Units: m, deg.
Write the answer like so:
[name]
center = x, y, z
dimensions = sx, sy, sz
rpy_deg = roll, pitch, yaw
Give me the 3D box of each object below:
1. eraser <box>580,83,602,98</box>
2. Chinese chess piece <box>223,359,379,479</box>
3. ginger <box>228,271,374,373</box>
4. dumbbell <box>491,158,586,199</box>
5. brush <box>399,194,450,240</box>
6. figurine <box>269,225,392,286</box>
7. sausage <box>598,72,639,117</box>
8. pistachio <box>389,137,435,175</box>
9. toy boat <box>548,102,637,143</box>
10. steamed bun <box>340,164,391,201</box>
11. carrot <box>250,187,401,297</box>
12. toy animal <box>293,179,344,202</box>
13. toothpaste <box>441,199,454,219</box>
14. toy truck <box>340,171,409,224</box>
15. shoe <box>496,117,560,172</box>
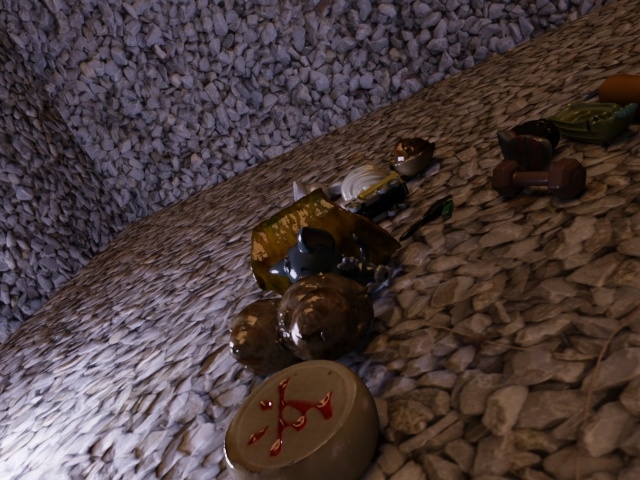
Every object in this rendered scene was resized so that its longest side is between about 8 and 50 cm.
[eraser]
center = 0.869, -0.471, 1.771
dimensions = 0.099, 0.019, 0.027
rpy_deg = -28, 34, 0
[Chinese chess piece]
center = -0.029, 0.301, 0.881
dimensions = 0.249, 0.103, 0.250
rpy_deg = -24, 22, 10
[ginger]
center = -0.057, 0.172, 1.116
dimensions = 0.375, 0.176, 0.256
rpy_deg = -21, -1, 39
[dumbbell]
center = 0.510, -0.145, 1.324
dimensions = 0.082, 0.092, 0.231
rpy_deg = -62, 26, -8
[brush]
center = 0.277, -0.061, 1.503
dimensions = 0.193, 0.016, 0.063
rpy_deg = -43, 0, -22
[figurine]
center = 0.045, 0.051, 1.222
dimensions = 0.265, 0.140, 0.193
rpy_deg = -9, -24, -23
[sausage]
center = 0.832, -0.362, 1.406
dimensions = 0.112, 0.112, 0.328
rpy_deg = -29, 19, -5
[pistachio]
center = 0.309, -0.288, 1.896
dimensions = 0.165, 0.131, 0.210
rpy_deg = -21, 3, 41
[toy boat]
center = 0.719, -0.312, 1.482
dimensions = 0.111, 0.084, 0.276
rpy_deg = -32, 16, -3
[steamed bun]
center = 0.149, -0.189, 1.886
dimensions = 0.182, 0.106, 0.183
rpy_deg = -26, 18, 9
[carrot]
center = 0.000, 0.000, 1.400
dimensions = 0.340, 0.241, 0.241
rpy_deg = -28, 19, 6
[toy animal]
center = 0.014, -0.164, 2.056
dimensions = 0.220, 0.131, 0.104
rpy_deg = -6, -20, -15
[toothpaste]
center = 0.339, -0.082, 1.491
dimensions = 0.020, 0.017, 0.083
rpy_deg = -20, 20, 29
[toy truck]
center = 0.164, -0.112, 1.675
dimensions = 0.227, 0.098, 0.114
rpy_deg = -32, 26, -13
[shoe]
center = 0.571, -0.254, 1.495
dimensions = 0.137, 0.114, 0.291
rpy_deg = -19, 17, 7
